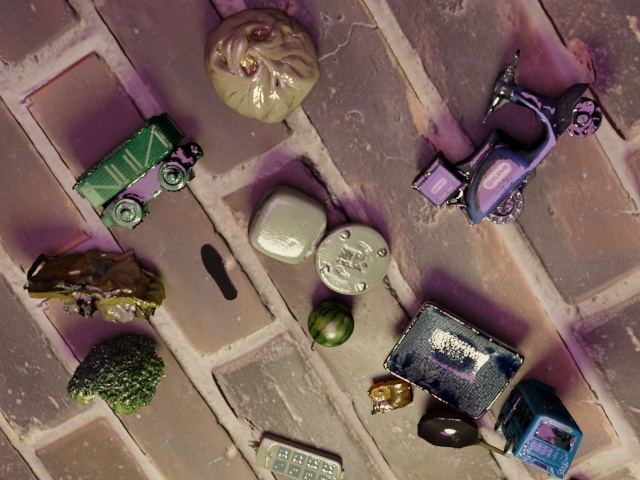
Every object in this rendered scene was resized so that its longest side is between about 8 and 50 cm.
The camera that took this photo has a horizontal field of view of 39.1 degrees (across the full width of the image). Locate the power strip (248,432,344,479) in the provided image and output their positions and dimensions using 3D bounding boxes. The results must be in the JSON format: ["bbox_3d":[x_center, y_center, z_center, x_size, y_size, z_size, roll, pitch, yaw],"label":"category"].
[{"bbox_3d":[-0.056,0.499,2.035,0.227,0.029,0.080,18,110,2],"label":"power strip"}]

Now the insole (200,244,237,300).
[{"bbox_3d":[-0.217,0.069,1.932,0.045,0.002,0.135,-25,103,16],"label":"insole"}]

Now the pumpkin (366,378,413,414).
[{"bbox_3d":[0.150,0.335,1.952,0.101,0.035,0.073,-14,117,9],"label":"pumpkin"}]

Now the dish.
[{"bbox_3d":[0.276,0.238,1.875,0.243,0.080,0.182,30,111,-5],"label":"dish"}]

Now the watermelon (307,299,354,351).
[{"bbox_3d":[0.019,0.176,1.886,0.109,0.109,0.109,2,108,7],"label":"watermelon"}]

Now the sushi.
[{"bbox_3d":[-0.474,0.093,1.926,0.291,0.139,0.131,7,129,7],"label":"sushi"}]

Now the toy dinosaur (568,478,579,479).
[{"bbox_3d":[0.547,0.596,1.901,0.187,0.179,0.087,36,110,-7],"label":"toy dinosaur"}]

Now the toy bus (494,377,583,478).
[{"bbox_3d":[0.438,0.375,1.814,0.113,0.246,0.134,25,98,0],"label":"toy bus"}]

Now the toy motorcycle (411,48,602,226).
[{"bbox_3d":[0.353,-0.184,1.703,0.212,0.125,0.358,40,108,-4],"label":"toy motorcycle"}]

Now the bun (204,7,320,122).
[{"bbox_3d":[-0.117,-0.335,1.718,0.231,0.133,0.231,3,106,9],"label":"bun"}]

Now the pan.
[{"bbox_3d":[0.301,0.415,1.942,0.202,0.048,0.128,36,138,-24],"label":"pan"}]

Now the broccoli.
[{"bbox_3d":[-0.442,0.321,1.978,0.220,0.194,0.194,-10,108,-13],"label":"broccoli"}]

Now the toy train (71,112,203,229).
[{"bbox_3d":[-0.366,-0.134,1.828,0.269,0.115,0.154,-35,106,18],"label":"toy train"}]

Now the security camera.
[{"bbox_3d":[0.000,0.000,1.842,0.301,0.080,0.157,25,108,-11],"label":"security camera"}]
